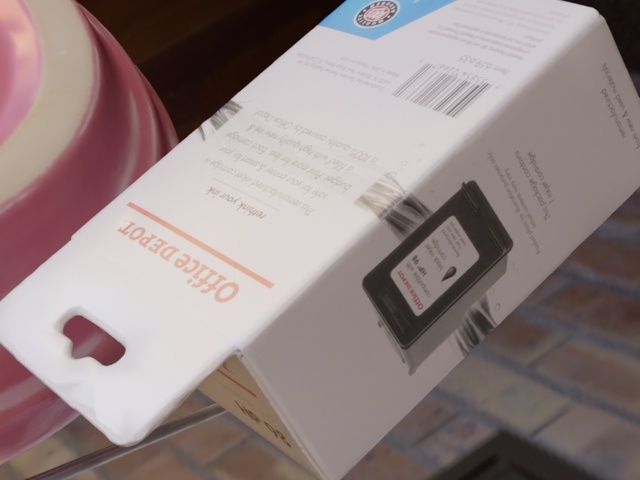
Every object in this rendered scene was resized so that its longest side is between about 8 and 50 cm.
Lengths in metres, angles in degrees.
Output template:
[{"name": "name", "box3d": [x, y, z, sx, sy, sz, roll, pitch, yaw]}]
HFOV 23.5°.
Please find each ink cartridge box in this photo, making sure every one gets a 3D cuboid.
[{"name": "ink cartridge box", "box3d": [0.000, 0.000, 0.460, 0.104, 0.180, 0.060, 28, 155, 52]}]

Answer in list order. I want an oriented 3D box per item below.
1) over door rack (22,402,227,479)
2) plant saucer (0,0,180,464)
[{"name": "over door rack", "box3d": [0.012, 0.125, 0.600, 0.239, 0.324, 0.108, 10, 109, 22]}, {"name": "plant saucer", "box3d": [-0.213, -0.044, 0.593, 0.332, 0.332, 0.084, 47, 141, 32]}]
